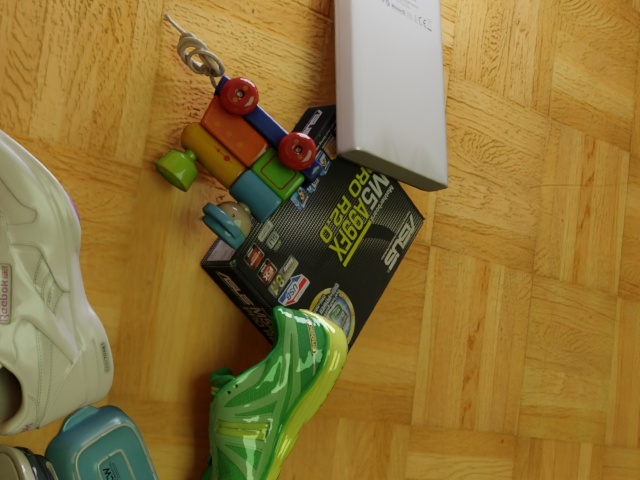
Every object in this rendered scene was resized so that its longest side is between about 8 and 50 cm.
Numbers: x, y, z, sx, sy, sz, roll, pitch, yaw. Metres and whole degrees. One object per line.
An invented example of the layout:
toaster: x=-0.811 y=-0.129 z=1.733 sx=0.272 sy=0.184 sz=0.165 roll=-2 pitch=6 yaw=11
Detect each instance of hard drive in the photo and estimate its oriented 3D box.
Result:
hard drive: x=0.091 y=-0.233 z=1.474 sx=0.203 sy=0.040 sz=0.308 roll=17 pitch=67 yaw=-49

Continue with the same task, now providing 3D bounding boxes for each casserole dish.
casserole dish: x=-0.218 y=0.264 z=1.218 sx=0.114 sy=0.037 sz=0.188 roll=-31 pitch=110 yaw=-41

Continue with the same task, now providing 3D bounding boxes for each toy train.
toy train: x=-0.130 y=-0.117 z=1.280 sx=0.248 sy=0.105 sz=0.143 roll=43 pitch=77 yaw=-1

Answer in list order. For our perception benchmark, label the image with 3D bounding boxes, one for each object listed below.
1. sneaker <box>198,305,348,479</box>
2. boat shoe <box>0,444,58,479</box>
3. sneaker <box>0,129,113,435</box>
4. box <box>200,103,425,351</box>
sneaker: x=-0.086 y=0.205 z=1.302 sx=0.123 sy=0.109 sz=0.295 roll=32 pitch=81 yaw=-7
boat shoe: x=-0.258 y=0.312 z=1.083 sx=0.079 sy=0.095 sz=0.254 roll=25 pitch=30 yaw=-56
sneaker: x=-0.295 y=0.041 z=1.087 sx=0.152 sy=0.114 sz=0.305 roll=-29 pitch=110 yaw=-42
box: x=0.000 y=0.000 z=1.417 sx=0.216 sy=0.060 sz=0.270 roll=51 pitch=56 yaw=-30
